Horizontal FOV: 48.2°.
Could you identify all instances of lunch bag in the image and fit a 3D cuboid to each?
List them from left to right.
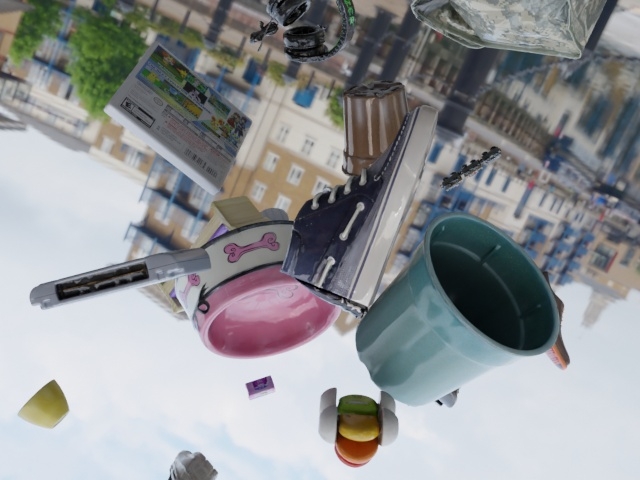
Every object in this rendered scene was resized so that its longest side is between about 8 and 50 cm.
[{"bbox_3d":[0.313,-0.438,1.148,0.287,0.235,0.169,18,164,34],"label":"lunch bag"}]

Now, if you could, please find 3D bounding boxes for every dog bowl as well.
[{"bbox_3d":[-0.128,0.135,1.688,0.408,0.408,0.150,15,-138,-40],"label":"dog bowl"}]

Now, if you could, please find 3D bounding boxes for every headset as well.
[{"bbox_3d":[-0.055,-0.641,2.084,0.394,0.243,0.185,-6,-155,41],"label":"headset"}]

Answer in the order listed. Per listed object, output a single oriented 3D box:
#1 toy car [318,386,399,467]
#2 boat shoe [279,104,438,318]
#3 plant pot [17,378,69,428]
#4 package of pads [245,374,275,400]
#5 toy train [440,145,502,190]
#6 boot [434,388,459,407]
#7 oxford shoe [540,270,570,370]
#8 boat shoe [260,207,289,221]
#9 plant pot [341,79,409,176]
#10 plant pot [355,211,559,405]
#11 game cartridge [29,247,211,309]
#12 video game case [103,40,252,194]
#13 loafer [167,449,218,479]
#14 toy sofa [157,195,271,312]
[{"bbox_3d":[0.074,0.387,1.462,0.159,0.136,0.182,3,-166,0],"label":"toy car"},{"bbox_3d":[0.055,-0.063,1.098,0.158,0.341,0.127,21,-179,10],"label":"boat shoe"},{"bbox_3d":[-0.762,0.471,2.000,0.095,0.134,0.134,43,-169,1],"label":"plant pot"},{"bbox_3d":[-0.176,0.430,2.090,0.083,0.032,0.050,-17,-130,-8],"label":"package of pads"},{"bbox_3d":[0.338,-0.160,1.607,0.036,0.158,0.027,17,-134,-53],"label":"toy train"},{"bbox_3d":[0.388,0.348,1.976,0.091,0.229,0.263,42,170,9],"label":"boot"},{"bbox_3d":[0.618,0.209,1.906,0.098,0.271,0.097,-19,169,-5],"label":"oxford shoe"},{"bbox_3d":[-0.151,0.015,2.351,0.121,0.119,0.335,-7,-145,-3],"label":"boat shoe"},{"bbox_3d":[0.116,-0.229,1.449,0.167,0.165,0.167,-6,-154,3],"label":"plant pot"},{"bbox_3d":[0.264,0.171,1.539,0.341,0.334,0.341,21,-135,-23],"label":"plant pot"},{"bbox_3d":[-0.371,0.070,1.365,0.297,0.062,0.198,-14,-177,11],"label":"game cartridge"},{"bbox_3d":[-0.342,-0.310,1.793,0.329,0.036,0.300,38,-138,-21],"label":"video game case"},{"bbox_3d":[-0.338,0.590,1.774,0.112,0.111,0.319,49,155,5],"label":"loafer"},{"bbox_3d":[-0.288,0.060,1.995,0.177,0.362,0.150,51,-148,16],"label":"toy sofa"}]
